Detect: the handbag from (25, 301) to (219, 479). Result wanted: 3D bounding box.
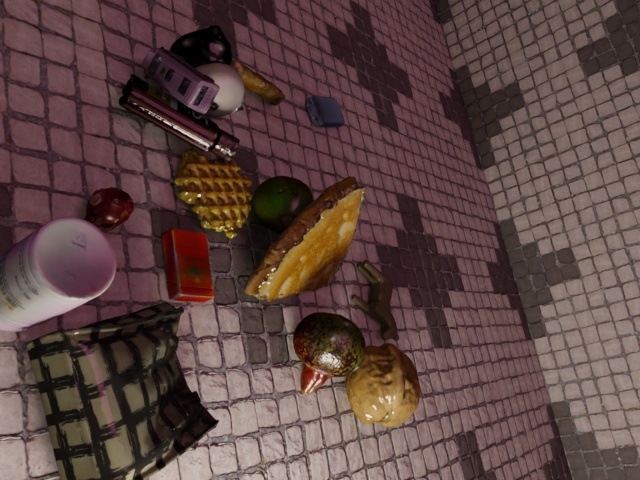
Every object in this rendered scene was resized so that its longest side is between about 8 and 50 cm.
[{"bbox_3d":[-0.382,0.310,1.181,0.327,0.163,0.325,-11,84,-62],"label":"handbag"}]

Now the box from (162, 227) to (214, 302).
[{"bbox_3d":[-0.331,0.064,1.464,0.112,0.048,0.175,13,61,-50],"label":"box"}]

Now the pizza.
[{"bbox_3d":[-0.007,-0.012,1.700,0.080,0.392,0.435,36,21,23],"label":"pizza"}]

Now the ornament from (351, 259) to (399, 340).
[{"bbox_3d":[0.206,0.223,2.058,0.245,0.061,0.230,39,45,-28],"label":"ornament"}]

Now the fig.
[{"bbox_3d":[-0.105,-0.097,1.716,0.181,0.181,0.191,48,12,-24],"label":"fig"}]

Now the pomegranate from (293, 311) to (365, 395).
[{"bbox_3d":[0.008,0.326,1.666,0.214,0.214,0.247,33,85,-38],"label":"pomegranate"}]

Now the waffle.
[{"bbox_3d":[-0.291,-0.149,1.631,0.291,0.051,0.291,29,51,-43],"label":"waffle"}]

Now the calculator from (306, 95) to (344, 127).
[{"bbox_3d":[0.023,-0.489,2.230,0.210,0.039,0.121,-17,87,-55],"label":"calculator"}]

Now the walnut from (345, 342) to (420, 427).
[{"bbox_3d":[0.191,0.433,1.793,0.225,0.257,0.257,12,56,-12],"label":"walnut"}]

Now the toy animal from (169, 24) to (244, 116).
[{"bbox_3d":[-0.316,-0.468,1.677,0.187,0.165,0.235,-16,86,-50],"label":"toy animal"}]

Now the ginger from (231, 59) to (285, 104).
[{"bbox_3d":[-0.217,-0.512,1.892,0.299,0.118,0.065,17,96,-52],"label":"ginger"}]

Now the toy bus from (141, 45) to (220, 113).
[{"bbox_3d":[-0.373,-0.425,1.545,0.199,0.096,0.108,38,14,16],"label":"toy bus"}]

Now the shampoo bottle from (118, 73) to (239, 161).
[{"bbox_3d":[-0.366,-0.316,1.553,0.323,0.084,0.129,28,22,-31],"label":"shampoo bottle"}]

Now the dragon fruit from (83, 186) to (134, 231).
[{"bbox_3d":[-0.487,-0.051,1.292,0.094,0.094,0.190,52,47,-20],"label":"dragon fruit"}]

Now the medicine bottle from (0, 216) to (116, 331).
[{"bbox_3d":[-0.504,0.068,1.061,0.152,0.254,0.152,29,50,-41],"label":"medicine bottle"}]
